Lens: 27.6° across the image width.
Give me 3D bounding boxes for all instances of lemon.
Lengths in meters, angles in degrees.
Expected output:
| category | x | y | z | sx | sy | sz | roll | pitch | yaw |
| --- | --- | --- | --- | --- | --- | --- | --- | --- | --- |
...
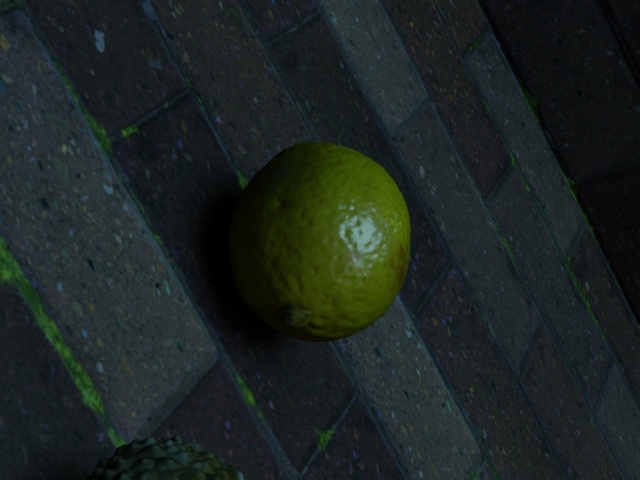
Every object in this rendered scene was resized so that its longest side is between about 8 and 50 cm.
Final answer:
| category | x | y | z | sx | sy | sz | roll | pitch | yaw |
| --- | --- | --- | --- | --- | --- | --- | --- | --- | --- |
| lemon | 0.001 | 0.001 | 1.712 | 0.267 | 0.267 | 0.267 | 38 | 41 | -42 |

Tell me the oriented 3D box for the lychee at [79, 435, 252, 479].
| category | x | y | z | sx | sy | sz | roll | pitch | yaw |
| --- | --- | --- | --- | --- | --- | --- | --- | --- | --- |
| lychee | -0.138 | 0.319 | 1.254 | 0.255 | 0.255 | 0.274 | 22 | 47 | -52 |
